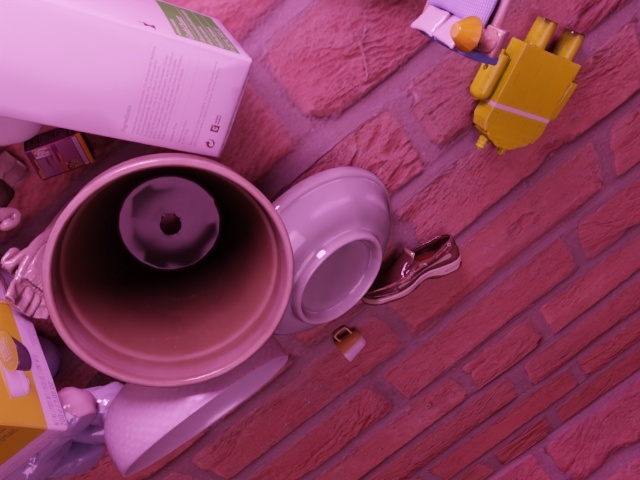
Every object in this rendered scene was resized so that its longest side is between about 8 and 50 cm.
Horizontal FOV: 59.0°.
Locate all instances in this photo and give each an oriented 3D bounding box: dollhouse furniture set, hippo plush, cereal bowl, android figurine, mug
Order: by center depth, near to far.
[{"bbox_3d":[0.145,-0.418,0.721,0.198,0.303,0.286,2,125,-30],"label":"dollhouse furniture set"},{"bbox_3d":[-0.231,0.251,0.993,0.339,0.141,0.339,-36,167,-10],"label":"cereal bowl"},{"bbox_3d":[-0.521,0.315,1.038,0.294,0.237,0.234,-45,158,-8],"label":"hippo plush"},{"bbox_3d":[0.405,-0.295,1.126,0.249,0.056,0.272,5,123,-30],"label":"android figurine"},{"bbox_3d":[0.074,0.254,1.400,0.064,0.062,0.078,-40,141,-4],"label":"mug"}]

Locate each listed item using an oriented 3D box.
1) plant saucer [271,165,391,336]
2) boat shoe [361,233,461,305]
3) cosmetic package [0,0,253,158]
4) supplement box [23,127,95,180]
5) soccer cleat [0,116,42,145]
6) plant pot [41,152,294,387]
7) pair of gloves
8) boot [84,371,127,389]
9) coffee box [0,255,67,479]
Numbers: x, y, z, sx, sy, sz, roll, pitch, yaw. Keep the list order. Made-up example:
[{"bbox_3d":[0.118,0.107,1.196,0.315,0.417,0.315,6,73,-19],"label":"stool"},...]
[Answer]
[{"bbox_3d":[0.012,0.052,1.102,0.401,0.100,0.400,-29,141,-27],"label":"plant saucer"},{"bbox_3d":[0.198,0.056,1.292,0.258,0.095,0.095,-25,120,-15],"label":"boat shoe"},{"bbox_3d":[-0.299,-0.238,0.715,0.366,0.197,0.155,7,122,-33],"label":"cosmetic package"},{"bbox_3d":[-0.392,-0.135,0.853,0.083,0.043,0.054,-22,133,-11],"label":"supplement box"},{"bbox_3d":[-0.521,-0.166,0.693,0.332,0.143,0.116,10,121,-33],"label":"soccer cleat"},{"bbox_3d":[-0.225,0.013,0.864,0.324,0.280,0.322,-5,108,-15],"label":"plant pot"},{"bbox_3d":[-0.461,-0.009,0.848,0.042,0.204,0.240,-2,151,33],"label":"pair of gloves"},{"bbox_3d":[-0.333,0.337,1.235,0.236,0.089,0.269,-23,145,15],"label":"boot"},{"bbox_3d":[-0.619,0.192,0.738,0.338,0.337,0.334,-37,152,2],"label":"coffee box"}]
